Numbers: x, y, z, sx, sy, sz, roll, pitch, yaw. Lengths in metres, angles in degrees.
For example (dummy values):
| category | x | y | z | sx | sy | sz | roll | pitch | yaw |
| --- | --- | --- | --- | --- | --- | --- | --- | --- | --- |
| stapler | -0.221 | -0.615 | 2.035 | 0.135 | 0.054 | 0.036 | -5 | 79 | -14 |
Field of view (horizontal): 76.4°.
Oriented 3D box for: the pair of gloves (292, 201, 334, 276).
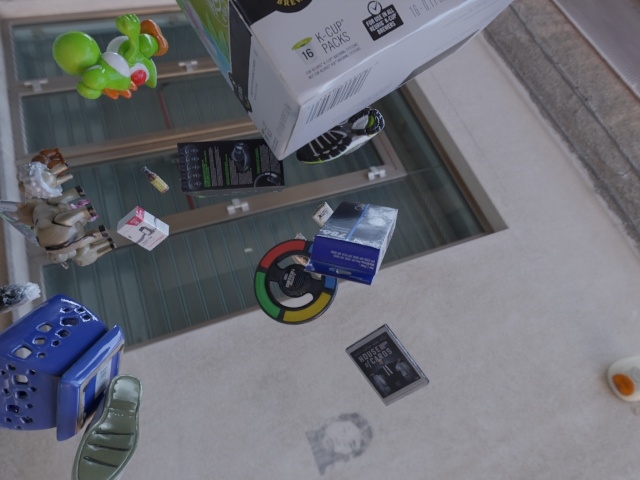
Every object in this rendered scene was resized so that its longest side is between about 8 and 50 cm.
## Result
| category | x | y | z | sx | sy | sz | roll | pitch | yaw |
| --- | --- | --- | --- | --- | --- | --- | --- | --- | --- |
| pair of gloves | 0.000 | 0.000 | 1.502 | 0.204 | 0.240 | 0.042 | 37 | 0 | -33 |

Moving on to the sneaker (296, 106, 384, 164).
| category | x | y | z | sx | sy | sz | roll | pitch | yaw |
| --- | --- | --- | --- | --- | --- | --- | --- | --- | --- |
| sneaker | 0.057 | -0.296 | 1.245 | 0.111 | 0.300 | 0.121 | 60 | -21 | 9 |

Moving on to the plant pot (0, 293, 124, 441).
| category | x | y | z | sx | sy | sz | roll | pitch | yaw |
| --- | --- | --- | --- | --- | --- | --- | --- | --- | --- |
| plant pot | -0.612 | 0.305 | 0.964 | 0.236 | 0.212 | 0.235 | -67 | 177 | -65 |

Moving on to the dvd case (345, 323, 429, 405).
| category | x | y | z | sx | sy | sz | roll | pitch | yaw |
| --- | --- | --- | --- | --- | --- | --- | --- | --- | --- |
| dvd case | 0.223 | 0.423 | 1.378 | 0.238 | 0.179 | 0.029 | 53 | 22 | 2 |

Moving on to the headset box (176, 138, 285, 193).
| category | x | y | z | sx | sy | sz | roll | pitch | yaw |
| --- | --- | --- | --- | --- | --- | --- | --- | --- | --- |
| headset box | -0.252 | -0.198 | 1.144 | 0.246 | 0.283 | 0.131 | -162 | -112 | -80 |

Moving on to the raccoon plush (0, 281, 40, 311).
| category | x | y | z | sx | sy | sz | roll | pitch | yaw |
| --- | --- | --- | --- | --- | --- | --- | --- | --- | --- |
| raccoon plush | -1.097 | 0.136 | 1.130 | 0.299 | 0.216 | 0.446 | 60 | 26 | -2 |

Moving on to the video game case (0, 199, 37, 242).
| category | x | y | z | sx | sy | sz | roll | pitch | yaw |
| --- | --- | --- | --- | --- | --- | --- | --- | --- | --- |
| video game case | -0.830 | -0.046 | 1.182 | 0.190 | 0.173 | 0.022 | 77 | 24 | -53 |

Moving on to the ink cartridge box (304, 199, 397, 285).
| category | x | y | z | sx | sy | sz | roll | pitch | yaw |
| --- | --- | --- | --- | --- | --- | --- | --- | --- | --- |
| ink cartridge box | 0.089 | -0.011 | 1.033 | 0.332 | 0.166 | 0.065 | -56 | 155 | -58 |

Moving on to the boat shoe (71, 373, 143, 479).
| category | x | y | z | sx | sy | sz | roll | pitch | yaw |
| --- | --- | --- | --- | --- | --- | --- | --- | --- | --- |
| boat shoe | -0.466 | 0.440 | 0.901 | 0.103 | 0.113 | 0.302 | -62 | -162 | 16 |

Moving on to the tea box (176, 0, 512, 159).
| category | x | y | z | sx | sy | sz | roll | pitch | yaw |
| --- | --- | --- | --- | --- | --- | --- | --- | --- | --- |
| tea box | 0.009 | -0.330 | 0.464 | 0.323 | 0.329 | 0.220 | 56 | -10 | -4 |

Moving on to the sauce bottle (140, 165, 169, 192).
| category | x | y | z | sx | sy | sz | roll | pitch | yaw |
| --- | --- | --- | --- | --- | --- | --- | --- | --- | --- |
| sauce bottle | -0.698 | -0.257 | 1.713 | 0.128 | 0.042 | 0.042 | 51 | -7 | -26 |

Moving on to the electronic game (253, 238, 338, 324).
| category | x | y | z | sx | sy | sz | roll | pitch | yaw |
| --- | --- | --- | --- | --- | --- | --- | --- | --- | --- |
| electronic game | -0.066 | 0.105 | 1.060 | 0.048 | 0.229 | 0.229 | 54 | 12 | -68 |

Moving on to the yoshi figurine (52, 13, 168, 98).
| category | x | y | z | sx | sy | sz | roll | pitch | yaw |
| --- | --- | --- | --- | --- | --- | --- | --- | --- | --- |
| yoshi figurine | -0.587 | -0.523 | 1.123 | 0.362 | 0.203 | 0.203 | -80 | -177 | -50 |

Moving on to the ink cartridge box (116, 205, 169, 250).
| category | x | y | z | sx | sy | sz | roll | pitch | yaw |
| --- | --- | --- | --- | --- | --- | --- | --- | --- | --- |
| ink cartridge box | -0.675 | -0.043 | 1.556 | 0.150 | 0.109 | 0.063 | 41 | 19 | -41 |

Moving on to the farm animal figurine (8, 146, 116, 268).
| category | x | y | z | sx | sy | sz | roll | pitch | yaw |
| --- | --- | --- | --- | --- | --- | --- | --- | --- | --- |
| farm animal figurine | -0.650 | -0.045 | 1.009 | 0.327 | 0.172 | 0.330 | 26 | -40 | 51 |
